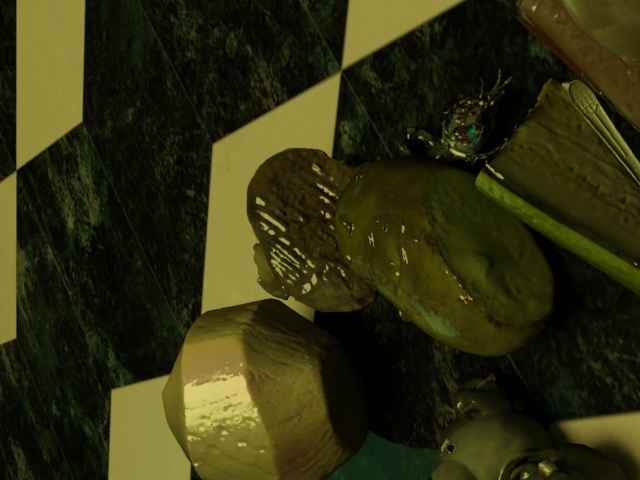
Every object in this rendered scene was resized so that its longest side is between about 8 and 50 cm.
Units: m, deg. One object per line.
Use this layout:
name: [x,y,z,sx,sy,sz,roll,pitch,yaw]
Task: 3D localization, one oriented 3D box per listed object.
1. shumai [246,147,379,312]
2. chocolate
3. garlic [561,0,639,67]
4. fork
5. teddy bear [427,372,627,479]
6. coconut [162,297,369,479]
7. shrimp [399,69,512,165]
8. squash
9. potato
shumai: [0.000,0.000,1.757,0.209,0.161,0.153,44,163,13]
chocolate: [0.272,-0.149,1.300,0.329,0.065,0.102,54,143,38]
garlic: [0.246,-0.262,1.147,0.210,0.292,0.237,28,83,46]
fork: [0.285,-0.052,1.287,0.034,0.028,0.219,-36,81,18]
teddy bear: [0.195,0.258,1.498,0.251,0.144,0.171,24,134,58]
coconut: [-0.076,0.193,1.811,0.259,0.259,0.259,27,123,53]
shrimp: [0.153,-0.119,1.533,0.174,0.076,0.082,-29,34,63]
squash: [0.277,-0.024,1.379,0.252,0.169,0.093,33,140,7]
potato: [0.130,0.013,1.527,0.298,0.141,0.176,35,144,39]
